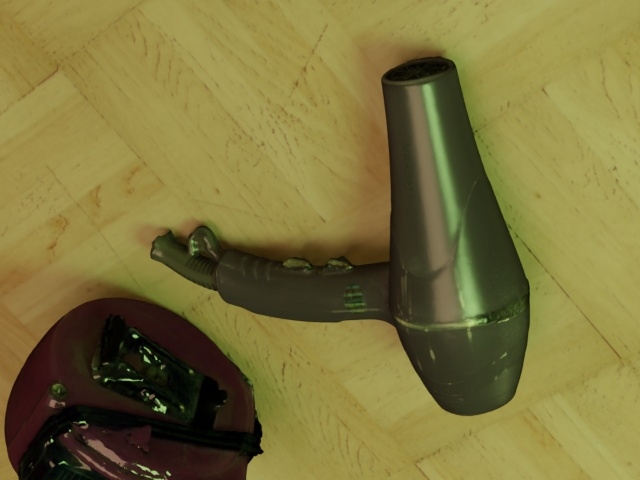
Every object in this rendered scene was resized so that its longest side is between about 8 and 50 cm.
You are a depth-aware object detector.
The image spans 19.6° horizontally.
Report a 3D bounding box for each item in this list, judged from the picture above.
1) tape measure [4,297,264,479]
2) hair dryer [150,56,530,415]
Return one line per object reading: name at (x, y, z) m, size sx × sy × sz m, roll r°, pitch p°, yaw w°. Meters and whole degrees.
tape measure at (-0.161, 0.170, 1.691) m, size 0.245 × 0.231 × 0.149 m, roll 25°, pitch 128°, yaw -17°
hair dryer at (0.000, 0.000, 1.600) m, size 0.361 × 0.121 × 0.301 m, roll -1°, pitch 114°, yaw 28°
